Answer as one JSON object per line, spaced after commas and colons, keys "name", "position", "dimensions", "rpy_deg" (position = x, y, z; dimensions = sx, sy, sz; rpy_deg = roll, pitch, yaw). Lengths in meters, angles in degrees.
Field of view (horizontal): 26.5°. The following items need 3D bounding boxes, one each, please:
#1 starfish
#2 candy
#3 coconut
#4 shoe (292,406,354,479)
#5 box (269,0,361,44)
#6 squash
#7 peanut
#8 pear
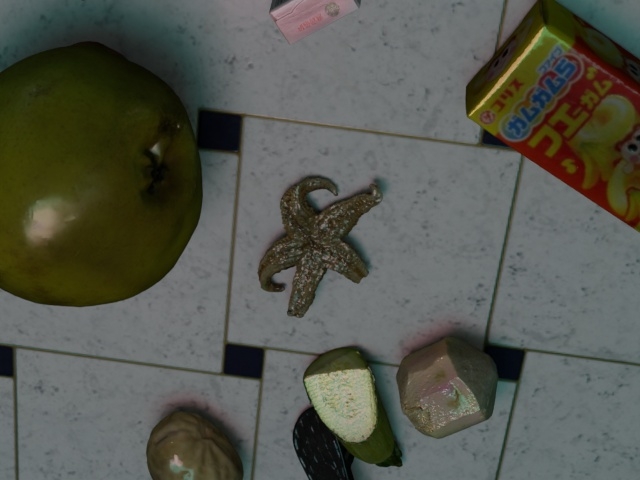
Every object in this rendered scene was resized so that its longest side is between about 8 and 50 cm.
{"name": "starfish", "position": [0.000, 0.006, 1.634], "dimensions": [0.150, 0.053, 0.209], "rpy_deg": [39, 116, -22]}
{"name": "candy", "position": [0.310, -0.131, 1.499], "dimensions": [0.276, 0.088, 0.146], "rpy_deg": [34, 120, -13]}
{"name": "coconut", "position": [0.165, 0.179, 1.689], "dimensions": [0.122, 0.116, 0.116], "rpy_deg": [-31, 114, 23]}
{"name": "shoe", "position": [0.018, 0.301, 1.813], "dimensions": [0.071, 0.049, 0.179], "rpy_deg": [-16, 98, 30]}
{"name": "box", "position": [-0.002, -0.265, 1.425], "dimensions": [0.089, 0.125, 0.043], "rpy_deg": [-24, 117, 20]}
{"name": "squash", "position": [0.056, 0.238, 1.756], "dimensions": [0.090, 0.075, 0.200], "rpy_deg": [-33, 117, -6]}
{"name": "peanut", "position": [-0.158, 0.339, 1.819], "dimensions": [0.123, 0.123, 0.257], "rpy_deg": [-6, 123, 9]}
{"name": "pear", "position": [-0.296, -0.057, 1.508], "dimensions": [0.375, 0.287, 0.287], "rpy_deg": [-15, 120, 33]}
